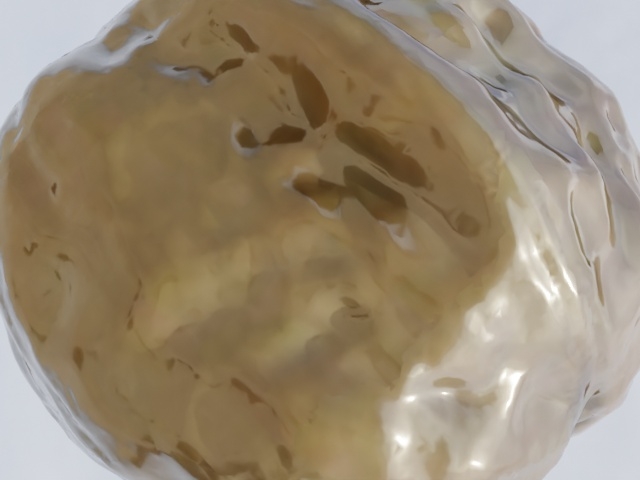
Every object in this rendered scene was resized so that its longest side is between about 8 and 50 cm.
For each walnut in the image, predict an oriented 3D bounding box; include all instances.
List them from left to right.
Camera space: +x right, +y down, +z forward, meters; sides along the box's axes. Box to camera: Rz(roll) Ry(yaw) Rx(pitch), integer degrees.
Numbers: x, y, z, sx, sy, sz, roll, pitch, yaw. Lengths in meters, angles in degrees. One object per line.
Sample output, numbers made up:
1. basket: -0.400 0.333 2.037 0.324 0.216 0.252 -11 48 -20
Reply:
1. walnut: 0.002 -0.002 0.450 0.273 0.227 0.273 -3 -104 13
